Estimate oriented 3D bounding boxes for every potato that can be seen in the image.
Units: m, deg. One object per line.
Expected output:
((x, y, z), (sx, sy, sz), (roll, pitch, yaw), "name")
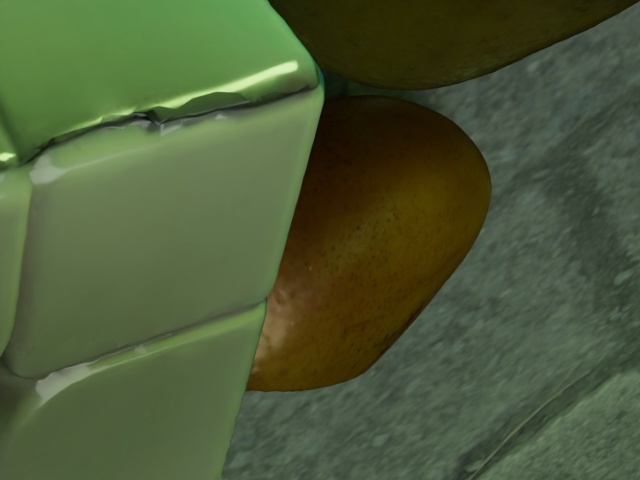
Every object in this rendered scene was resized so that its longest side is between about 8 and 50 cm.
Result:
((0.040, -0.140, 0.841), (0.158, 0.178, 0.203), (-38, 178, 32), "potato")

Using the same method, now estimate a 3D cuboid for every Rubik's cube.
((-0.209, -0.010, 0.623), (0.291, 0.290, 0.292), (-19, 146, -27), "Rubik's cube")

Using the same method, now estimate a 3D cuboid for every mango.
((0.000, 0.000, 1.008), (0.252, 0.126, 0.154), (-22, 127, -39), "mango")
